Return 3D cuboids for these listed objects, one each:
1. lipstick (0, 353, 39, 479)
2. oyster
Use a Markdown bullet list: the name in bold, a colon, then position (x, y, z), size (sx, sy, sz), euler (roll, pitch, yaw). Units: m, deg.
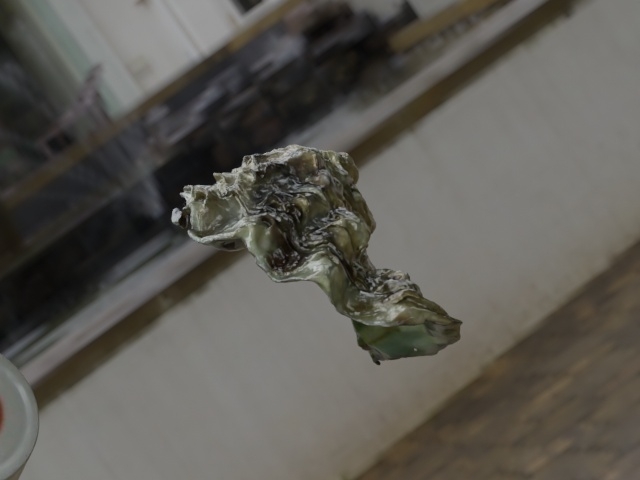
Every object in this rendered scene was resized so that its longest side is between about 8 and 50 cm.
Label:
- **lipstick**: position (-0.233, 0.172, 0.988), size (0.087, 0.087, 0.327), euler (-41, -11, -40)
- **oyster**: position (0.001, -0.001, 1.531), size (0.115, 0.238, 0.351), euler (-53, 7, 15)
